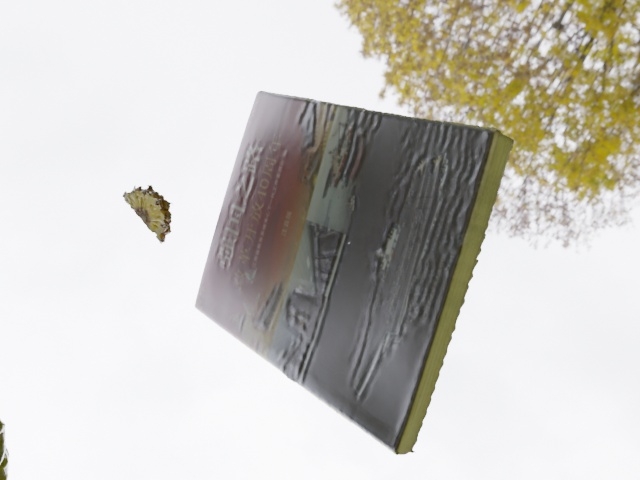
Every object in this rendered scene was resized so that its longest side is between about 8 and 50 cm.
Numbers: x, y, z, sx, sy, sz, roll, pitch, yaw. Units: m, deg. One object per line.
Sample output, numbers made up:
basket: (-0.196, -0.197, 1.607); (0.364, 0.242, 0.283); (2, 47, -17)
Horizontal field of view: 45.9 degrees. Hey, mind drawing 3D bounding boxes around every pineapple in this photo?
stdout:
pineapple: (-0.212, -0.041, 0.954); (0.083, 0.045, 0.019); (48, -155, 10)

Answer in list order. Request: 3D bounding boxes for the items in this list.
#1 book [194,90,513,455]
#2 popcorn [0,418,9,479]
book: (0.000, 0.000, 0.722); (0.028, 0.263, 0.374); (12, -173, -37)
popcorn: (-0.376, 0.217, 0.686); (0.198, 0.212, 0.198); (35, -137, -42)
